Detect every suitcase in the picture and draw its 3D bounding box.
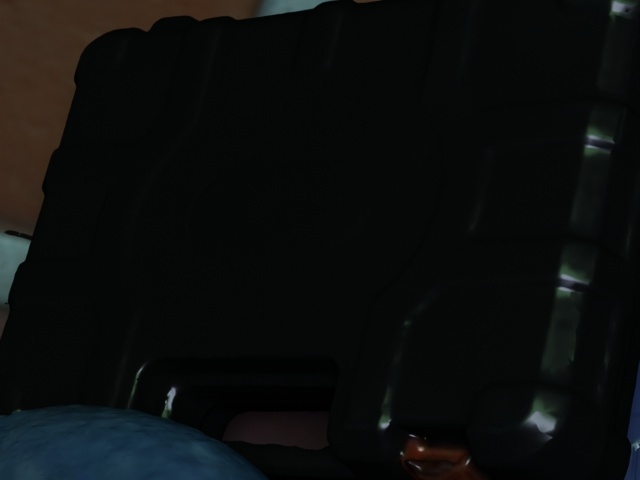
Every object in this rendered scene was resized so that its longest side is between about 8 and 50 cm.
[{"bbox_3d":[0.000,0.000,0.735,0.285,0.066,0.206,-3,63,37],"label":"suitcase"}]

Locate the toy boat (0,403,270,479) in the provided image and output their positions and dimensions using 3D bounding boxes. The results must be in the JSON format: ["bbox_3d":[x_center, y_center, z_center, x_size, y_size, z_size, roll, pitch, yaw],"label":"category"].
[{"bbox_3d":[-0.146,0.178,0.656,0.330,0.123,0.215,-27,65,22],"label":"toy boat"}]

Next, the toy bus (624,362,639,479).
[{"bbox_3d":[0.122,0.066,0.737,0.133,0.125,0.292,2,66,16],"label":"toy bus"}]
